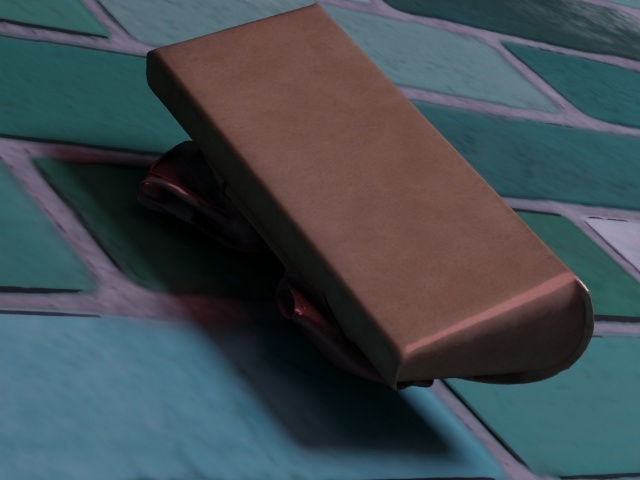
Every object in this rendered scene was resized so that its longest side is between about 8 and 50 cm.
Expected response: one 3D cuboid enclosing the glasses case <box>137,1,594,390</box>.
[{"bbox_3d":[0.000,0.000,0.705,0.102,0.070,0.193,-19,48,-25],"label":"glasses case"}]
